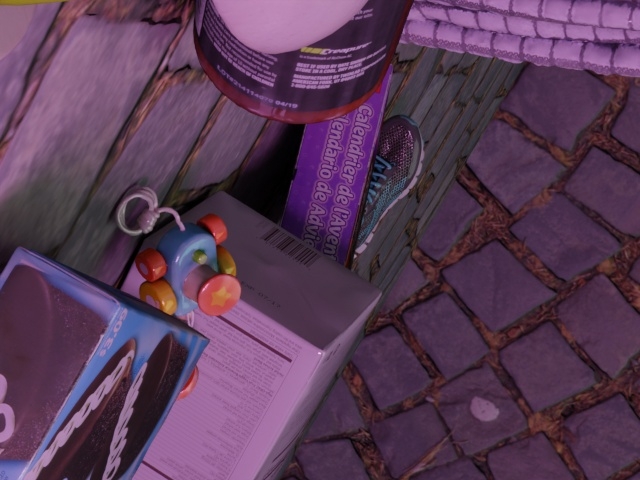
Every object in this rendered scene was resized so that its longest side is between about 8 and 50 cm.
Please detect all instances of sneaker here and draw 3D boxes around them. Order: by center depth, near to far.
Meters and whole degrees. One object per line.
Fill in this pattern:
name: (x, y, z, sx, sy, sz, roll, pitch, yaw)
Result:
sneaker: (0.047, -0.048, 1.710, 0.166, 0.065, 0.076, -62, 168, 14)

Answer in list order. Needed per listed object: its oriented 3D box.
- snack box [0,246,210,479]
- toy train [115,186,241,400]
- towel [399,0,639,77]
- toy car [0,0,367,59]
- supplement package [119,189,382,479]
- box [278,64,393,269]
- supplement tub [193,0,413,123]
snack box: (-0.172, 0.166, 0.821, 0.322, 0.060, 0.187, -61, 168, -3)
toy train: (-0.104, 0.057, 1.001, 0.125, 0.046, 0.166, 17, 103, -53)
towel: (0.152, -0.212, 0.950, 0.235, 0.284, 0.121, -58, 148, -37)
toy car: (-0.048, -0.130, 0.489, 0.182, 0.159, 0.136, -48, 133, -53)
supplement package: (-0.087, 0.114, 1.157, 0.244, 0.139, 0.134, -61, 172, 23)
box: (0.000, 0.000, 1.361, 0.293, 0.057, 0.200, 97, 6, -74)
supplement tub: (0.002, -0.147, 0.806, 0.106, 0.106, 0.198, -54, 172, -31)
